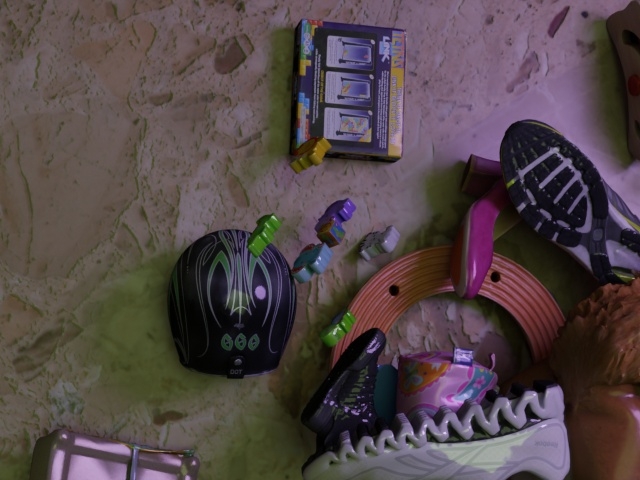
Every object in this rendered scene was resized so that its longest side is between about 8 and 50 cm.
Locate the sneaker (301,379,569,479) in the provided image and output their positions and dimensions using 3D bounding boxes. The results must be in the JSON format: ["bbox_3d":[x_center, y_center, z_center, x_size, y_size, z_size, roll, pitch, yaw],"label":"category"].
[{"bbox_3d":[0.125,0.236,1.306,0.292,0.110,0.118,-14,90,5],"label":"sneaker"}]

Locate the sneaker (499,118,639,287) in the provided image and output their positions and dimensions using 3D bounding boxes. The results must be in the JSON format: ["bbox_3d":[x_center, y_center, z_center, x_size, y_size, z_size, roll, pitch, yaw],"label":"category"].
[{"bbox_3d":[0.320,-0.042,1.534,0.111,0.121,0.300,-38,115,13],"label":"sneaker"}]

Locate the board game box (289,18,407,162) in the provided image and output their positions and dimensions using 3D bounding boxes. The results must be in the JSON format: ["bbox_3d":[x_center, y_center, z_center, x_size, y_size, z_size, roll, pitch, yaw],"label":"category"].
[{"bbox_3d":[0.036,-0.189,1.559,0.141,0.048,0.170,5,83,-12],"label":"board game box"}]

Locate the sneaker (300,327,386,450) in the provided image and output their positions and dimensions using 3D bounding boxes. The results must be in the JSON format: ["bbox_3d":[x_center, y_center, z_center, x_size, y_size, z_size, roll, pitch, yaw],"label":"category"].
[{"bbox_3d":[0.041,0.191,1.414,0.089,0.051,0.170,42,76,-16],"label":"sneaker"}]

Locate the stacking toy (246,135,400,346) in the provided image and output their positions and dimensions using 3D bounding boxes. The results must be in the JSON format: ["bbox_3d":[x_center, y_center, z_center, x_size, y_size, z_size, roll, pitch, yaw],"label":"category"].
[{"bbox_3d":[0.000,0.000,1.457,0.167,0.052,0.221,51,42,-21],"label":"stacking toy"}]

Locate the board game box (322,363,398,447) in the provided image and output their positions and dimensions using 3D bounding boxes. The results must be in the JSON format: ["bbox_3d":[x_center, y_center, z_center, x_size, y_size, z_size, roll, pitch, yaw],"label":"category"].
[{"bbox_3d":[0.074,0.231,1.470,0.169,0.033,0.133,43,71,-16],"label":"board game box"}]

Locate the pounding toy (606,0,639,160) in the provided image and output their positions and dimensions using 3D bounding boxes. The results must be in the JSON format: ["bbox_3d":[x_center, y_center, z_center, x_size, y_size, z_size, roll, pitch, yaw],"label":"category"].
[{"bbox_3d":[0.487,-0.195,1.606,0.155,0.154,0.269,-8,66,-12],"label":"pounding toy"}]

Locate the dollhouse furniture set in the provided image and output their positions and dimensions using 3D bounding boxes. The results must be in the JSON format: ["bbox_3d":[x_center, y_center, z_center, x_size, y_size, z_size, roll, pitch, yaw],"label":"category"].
[{"bbox_3d":[-0.272,0.387,1.425,0.198,0.151,0.301,18,62,-29],"label":"dollhouse furniture set"}]

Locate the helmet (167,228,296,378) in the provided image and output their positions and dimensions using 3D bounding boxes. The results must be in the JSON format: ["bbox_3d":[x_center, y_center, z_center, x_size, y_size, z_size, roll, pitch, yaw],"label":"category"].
[{"bbox_3d":[-0.105,0.069,1.453,0.170,0.169,0.161,1,100,-11],"label":"helmet"}]

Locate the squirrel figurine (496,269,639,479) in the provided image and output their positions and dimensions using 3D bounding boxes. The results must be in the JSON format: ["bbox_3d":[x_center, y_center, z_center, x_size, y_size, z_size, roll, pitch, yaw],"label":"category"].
[{"bbox_3d":[0.413,0.218,1.435,0.371,0.281,0.396,8,105,-28],"label":"squirrel figurine"}]

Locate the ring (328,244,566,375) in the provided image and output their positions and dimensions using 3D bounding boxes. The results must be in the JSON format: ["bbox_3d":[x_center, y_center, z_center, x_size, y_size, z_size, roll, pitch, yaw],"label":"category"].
[{"bbox_3d":[0.167,0.173,1.534,0.337,0.032,0.336,1,87,-18],"label":"ring"}]

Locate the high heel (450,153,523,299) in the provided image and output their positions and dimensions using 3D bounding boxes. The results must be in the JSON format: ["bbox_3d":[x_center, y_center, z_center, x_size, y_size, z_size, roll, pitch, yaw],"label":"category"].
[{"bbox_3d":[0.228,-0.010,1.517,0.117,0.082,0.244,16,40,-2],"label":"high heel"}]

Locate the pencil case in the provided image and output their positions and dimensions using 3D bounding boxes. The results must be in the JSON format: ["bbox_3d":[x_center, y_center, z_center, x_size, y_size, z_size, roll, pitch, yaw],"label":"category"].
[{"bbox_3d":[0.140,0.266,1.411,0.124,0.124,0.284,6,83,-10],"label":"pencil case"}]
